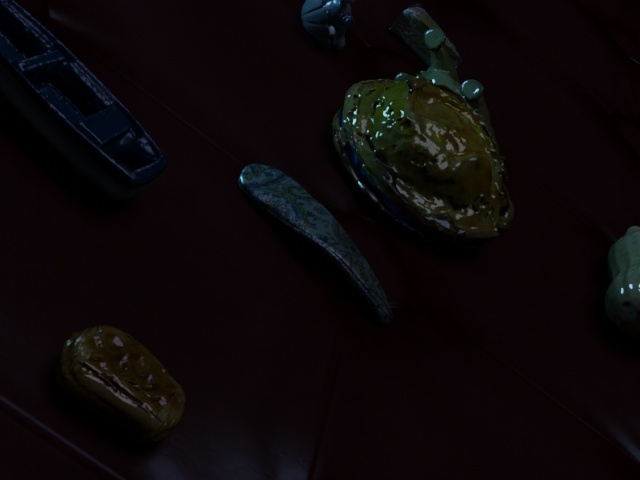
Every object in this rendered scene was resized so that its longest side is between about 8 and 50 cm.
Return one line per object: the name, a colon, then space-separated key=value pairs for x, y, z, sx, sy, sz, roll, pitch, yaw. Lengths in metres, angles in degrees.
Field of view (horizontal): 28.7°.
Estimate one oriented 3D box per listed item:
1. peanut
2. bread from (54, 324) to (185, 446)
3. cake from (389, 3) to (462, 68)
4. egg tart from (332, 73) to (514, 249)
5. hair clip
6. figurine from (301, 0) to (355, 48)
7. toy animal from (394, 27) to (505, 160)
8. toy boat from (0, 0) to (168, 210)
peanut: x=0.452 y=0.061 z=1.723 sx=0.123 sy=0.123 sz=0.256 roll=40 pitch=25 yaw=-5
bread: x=-0.154 y=0.112 z=0.974 sx=0.111 sy=0.044 sz=0.083 roll=37 pitch=26 yaw=-14
cake: x=0.170 y=-0.302 z=1.907 sx=0.121 sy=0.052 sz=0.065 roll=45 pitch=27 yaw=5
egg tart: x=0.139 y=-0.116 z=1.553 sx=0.291 sy=0.107 sz=0.290 roll=26 pitch=37 yaw=-22
hair clip: x=0.001 y=-0.002 z=1.321 sx=0.229 sy=0.036 sz=0.066 roll=47 pitch=36 yaw=6
figurine: x=0.016 y=-0.304 z=1.700 sx=0.082 sy=0.094 sz=0.086 roll=-20 pitch=27 yaw=-18
toy animal: x=0.191 y=-0.184 z=1.759 sx=0.218 sy=0.103 sz=0.101 roll=56 pitch=9 yaw=29
toy boat: x=-0.270 y=-0.148 z=1.153 sx=0.299 sy=0.062 sz=0.096 roll=45 pitch=30 yaw=2
